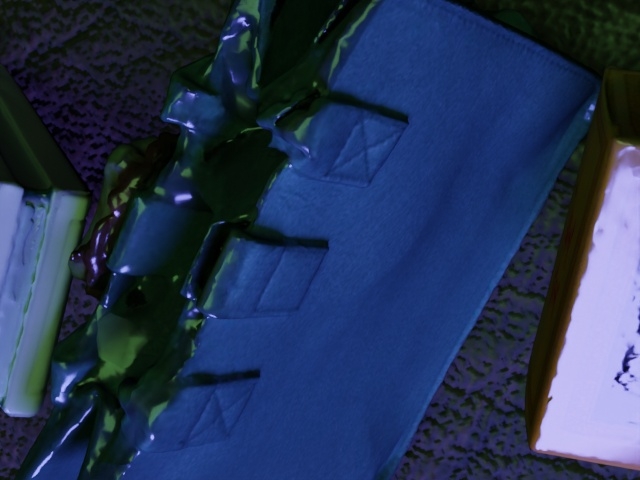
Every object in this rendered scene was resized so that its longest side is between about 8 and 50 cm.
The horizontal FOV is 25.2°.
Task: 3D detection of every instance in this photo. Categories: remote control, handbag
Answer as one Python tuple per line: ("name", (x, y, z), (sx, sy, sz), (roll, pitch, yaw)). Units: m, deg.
("remote control", (-0.174, -0.018, 0.708), (0.056, 0.277, 0.103), (10, 105, -24))
("handbag", (-0.002, -0.002, 0.659), (0.100, 0.274, 0.268), (35, 107, 27))

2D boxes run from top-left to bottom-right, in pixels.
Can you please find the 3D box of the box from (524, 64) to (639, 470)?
("box", (0.243, 0.033, 0.643), (0.274, 0.076, 0.174), (10, 123, 2))
